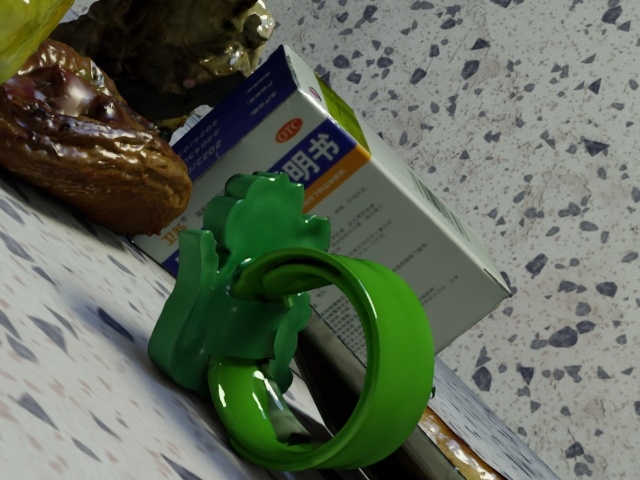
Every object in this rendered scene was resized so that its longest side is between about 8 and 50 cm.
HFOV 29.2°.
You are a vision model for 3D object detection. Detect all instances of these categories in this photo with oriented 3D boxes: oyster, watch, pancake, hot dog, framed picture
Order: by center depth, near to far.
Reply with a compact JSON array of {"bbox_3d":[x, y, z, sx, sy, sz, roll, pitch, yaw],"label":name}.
[{"bbox_3d":[-0.009,0.052,0.738,0.152,0.165,0.131,22,3,36],"label":"watch"},{"bbox_3d":[0.054,0.154,0.856,0.289,0.020,0.211,47,-15,44],"label":"framed picture"},{"bbox_3d":[-0.183,-0.076,0.929,0.160,0.099,0.227,43,5,17],"label":"hot dog"},{"bbox_3d":[-0.142,-0.157,1.174,0.221,0.361,0.096,4,74,-46],"label":"oyster"},{"bbox_3d":[0.142,0.229,1.270,0.257,0.056,0.212,41,4,-27],"label":"pancake"}]

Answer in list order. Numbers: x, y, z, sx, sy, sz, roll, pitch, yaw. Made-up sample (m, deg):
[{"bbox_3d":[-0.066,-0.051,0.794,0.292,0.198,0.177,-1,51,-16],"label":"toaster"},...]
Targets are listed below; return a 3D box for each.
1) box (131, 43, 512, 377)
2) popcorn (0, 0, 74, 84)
[{"bbox_3d":[0.000,0.000,1.119,0.299,0.200,0.106,42,17,-27],"label":"box"},{"bbox_3d":[-0.214,-0.198,0.533,0.282,0.247,0.282,60,-3,5],"label":"popcorn"}]
